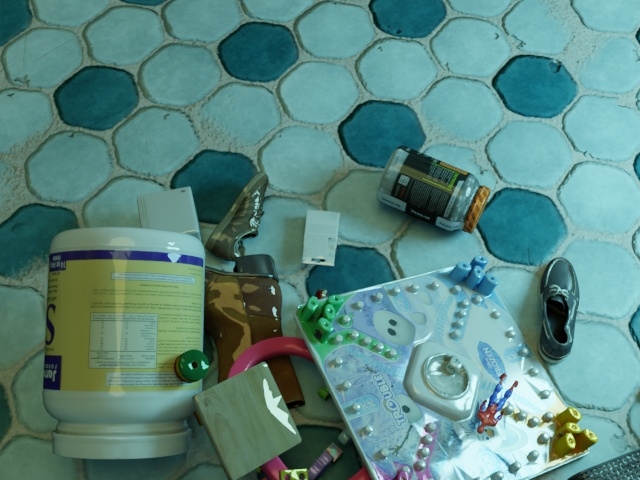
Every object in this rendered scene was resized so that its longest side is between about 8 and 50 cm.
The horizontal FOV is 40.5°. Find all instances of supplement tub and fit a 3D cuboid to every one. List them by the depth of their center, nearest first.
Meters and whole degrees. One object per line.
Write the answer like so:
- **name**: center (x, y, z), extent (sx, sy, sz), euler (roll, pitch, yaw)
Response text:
- **supplement tub**: center (-0.300, 0.156, 1.336), extent (0.241, 0.241, 0.331), euler (1, 82, -1)
- **supplement tub**: center (0.210, -0.090, 1.603), extent (0.190, 0.117, 0.117), euler (25, 62, 13)

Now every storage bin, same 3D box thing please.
- **storage bin**: center (0.469, 0.383, 1.332), extent (0.180, 0.122, 0.084), euler (-18, 62, -11)

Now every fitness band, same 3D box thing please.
- **fitness band**: center (-0.023, 0.278, 1.364), extent (0.209, 0.054, 0.291), euler (-32, 67, -19)

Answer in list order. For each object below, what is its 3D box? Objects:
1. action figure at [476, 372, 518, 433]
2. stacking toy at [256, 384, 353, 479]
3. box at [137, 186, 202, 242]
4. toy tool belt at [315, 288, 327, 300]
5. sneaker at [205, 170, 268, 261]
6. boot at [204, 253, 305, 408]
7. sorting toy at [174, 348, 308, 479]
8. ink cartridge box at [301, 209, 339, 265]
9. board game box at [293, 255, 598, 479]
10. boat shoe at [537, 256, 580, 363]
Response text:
- **action figure**: center (0.269, 0.256, 1.340), extent (0.038, 0.030, 0.115), euler (34, 49, 11)
- **stacking toy**: center (0.024, 0.333, 1.392), extent (0.167, 0.052, 0.221), euler (37, 65, 18)
- **box**: center (-0.271, -0.027, 1.572), extent (0.102, 0.087, 0.101), euler (-10, 61, -8)
- **toy tool belt**: center (0.015, 0.130, 1.516), extent (0.051, 0.052, 0.083), euler (17, 59, -28)
- **sneaker**: center (-0.137, -0.041, 1.608), extent (0.071, 0.066, 0.188), euler (34, 69, -2)
- **boot**: center (-0.180, 0.178, 1.477), extent (0.264, 0.096, 0.280), euler (-6, 68, -13)
- **sorting toy**: center (-0.111, 0.275, 1.277), extent (0.132, 0.046, 0.274), euler (-22, 84, -38)
- **ink cartridge box**: center (0.000, 0.000, 1.597), extent (0.063, 0.029, 0.115), euler (5, 61, 1)
- **board game box**: center (0.204, 0.218, 1.396), extent (0.390, 0.050, 0.390), euler (-12, 60, -29)
- **boat shoe**: center (0.423, 0.112, 1.521), extent (0.075, 0.065, 0.206), euler (11, 60, 5)
